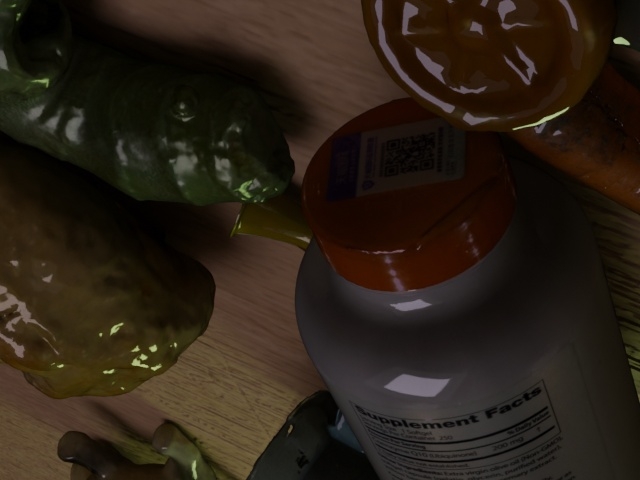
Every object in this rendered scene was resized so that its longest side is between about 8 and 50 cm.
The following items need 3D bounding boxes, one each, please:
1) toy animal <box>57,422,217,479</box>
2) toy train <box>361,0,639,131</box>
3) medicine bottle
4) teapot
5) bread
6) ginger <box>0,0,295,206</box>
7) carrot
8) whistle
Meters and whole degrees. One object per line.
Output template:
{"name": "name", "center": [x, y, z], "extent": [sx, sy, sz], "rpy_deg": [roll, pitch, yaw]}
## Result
{"name": "toy animal", "center": [-0.195, 0.259, 1.273], "extent": [0.233, 0.121, 0.168], "rpy_deg": [-11, 148, 37]}
{"name": "toy train", "center": [0.130, -0.136, 0.333], "extent": [0.369, 0.163, 0.232], "rpy_deg": [22, 141, 13]}
{"name": "medicine bottle", "center": [0.081, 0.058, 0.668], "extent": [0.157, 0.157, 0.289], "rpy_deg": [9, 144, 32]}
{"name": "teapot", "center": [0.066, 0.208, 0.932], "extent": [0.225, 0.171, 0.203], "rpy_deg": [28, 120, 16]}
{"name": "bread", "center": [-0.191, 0.020, 0.826], "extent": [0.244, 0.134, 0.244], "rpy_deg": [32, 170, 6]}
{"name": "ginger", "center": [-0.149, -0.097, 0.705], "extent": [0.290, 0.089, 0.137], "rpy_deg": [34, 142, -5]}
{"name": "carrot", "center": [0.142, -0.042, 0.571], "extent": [0.161, 0.055, 0.055], "rpy_deg": [33, 151, -17]}
{"name": "whistle", "center": [-0.003, 0.003, 0.777], "extent": [0.109, 0.046, 0.057], "rpy_deg": [27, 137, -7]}
